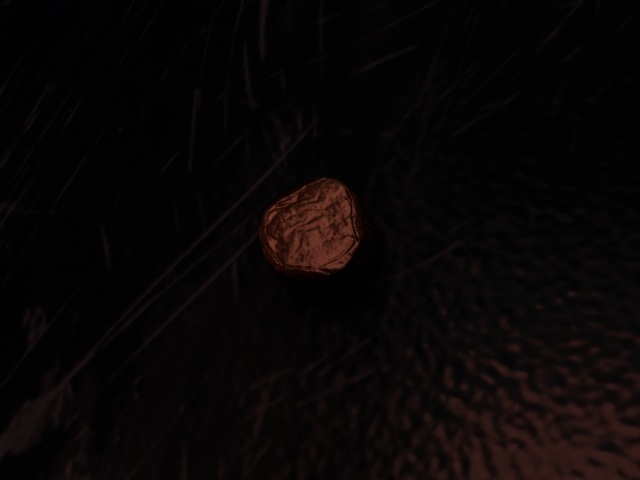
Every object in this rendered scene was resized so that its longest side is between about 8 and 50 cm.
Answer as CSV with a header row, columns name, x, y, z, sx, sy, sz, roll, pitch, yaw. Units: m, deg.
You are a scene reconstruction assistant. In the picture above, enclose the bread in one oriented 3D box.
name,x,y,z,sx,sy,sz,roll,pitch,yaw
bread,0.000,0.000,0.598,0.085,0.053,0.085,-7,67,16
